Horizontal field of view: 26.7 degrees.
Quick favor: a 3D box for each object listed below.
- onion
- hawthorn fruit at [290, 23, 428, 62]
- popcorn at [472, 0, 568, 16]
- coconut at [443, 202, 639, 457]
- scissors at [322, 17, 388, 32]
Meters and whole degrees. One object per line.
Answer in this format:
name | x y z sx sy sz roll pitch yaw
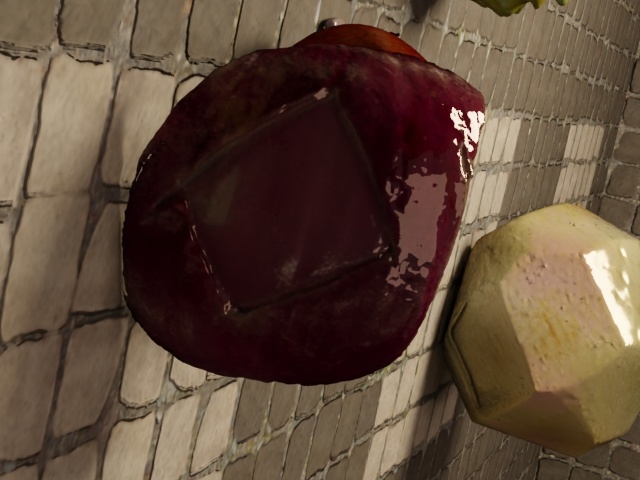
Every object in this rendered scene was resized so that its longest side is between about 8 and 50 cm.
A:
onion | 0.000 0.000 0.897 0.247 0.111 0.250 7 112 -30
hawthorn fruit | 0.027 -0.084 1.047 0.188 0.169 0.169 -101 -164 -65
popcorn | 0.225 -0.324 1.406 0.198 0.212 0.198 -58 -165 26
coconut | 0.337 0.139 1.933 0.352 0.352 0.353 15 90 -72
scissors | 0.029 -0.168 1.217 0.189 0.015 0.100 -48 149 -59
